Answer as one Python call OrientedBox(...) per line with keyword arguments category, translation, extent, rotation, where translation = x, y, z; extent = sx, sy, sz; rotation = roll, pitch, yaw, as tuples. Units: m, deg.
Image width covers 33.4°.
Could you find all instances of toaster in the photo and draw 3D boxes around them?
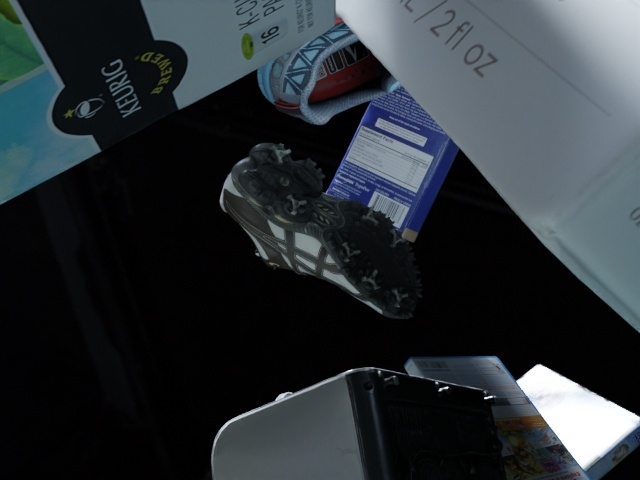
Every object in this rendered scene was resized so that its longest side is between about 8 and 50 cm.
OrientedBox(category="toaster", translation=(0.039, 0.170, 0.576), extent=(0.110, 0.168, 0.186), rotation=(-21, -111, 27))

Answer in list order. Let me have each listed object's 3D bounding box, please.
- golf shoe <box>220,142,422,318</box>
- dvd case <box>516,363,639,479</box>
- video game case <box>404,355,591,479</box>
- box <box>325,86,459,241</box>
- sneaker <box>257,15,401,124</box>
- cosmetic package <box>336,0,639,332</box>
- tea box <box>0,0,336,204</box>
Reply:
OrientedBox(category="golf shoe", translation=(0.000, 0.000, 0.914), extent=(0.198, 0.077, 0.094), rotation=(42, -37, -11))
OrientedBox(category="dvd case", translation=(0.179, 0.230, 1.057), extent=(0.022, 0.253, 0.180), rotation=(58, -13, -22))
OrientedBox(category="video game case", translation=(0.159, 0.167, 0.946), extent=(0.015, 0.119, 0.166), rotation=(-59, -134, 28))
OrientedBox(category="box", translation=(0.106, -0.126, 1.299), extent=(0.136, 0.036, 0.225), rotation=(29, -83, 38))
OrientedBox(category="sneaker", translation=(0.072, -0.187, 1.025), extent=(0.104, 0.261, 0.125), rotation=(58, -1, -34))
OrientedBox(category="cosmetic package", translation=(0.274, -0.147, 0.643), extent=(0.327, 0.394, 0.329), rotation=(37, 13, -38))
OrientedBox(category="tea box", translation=(-0.213, -0.175, 0.360), extent=(0.329, 0.323, 0.220), rotation=(58, -7, 17))
